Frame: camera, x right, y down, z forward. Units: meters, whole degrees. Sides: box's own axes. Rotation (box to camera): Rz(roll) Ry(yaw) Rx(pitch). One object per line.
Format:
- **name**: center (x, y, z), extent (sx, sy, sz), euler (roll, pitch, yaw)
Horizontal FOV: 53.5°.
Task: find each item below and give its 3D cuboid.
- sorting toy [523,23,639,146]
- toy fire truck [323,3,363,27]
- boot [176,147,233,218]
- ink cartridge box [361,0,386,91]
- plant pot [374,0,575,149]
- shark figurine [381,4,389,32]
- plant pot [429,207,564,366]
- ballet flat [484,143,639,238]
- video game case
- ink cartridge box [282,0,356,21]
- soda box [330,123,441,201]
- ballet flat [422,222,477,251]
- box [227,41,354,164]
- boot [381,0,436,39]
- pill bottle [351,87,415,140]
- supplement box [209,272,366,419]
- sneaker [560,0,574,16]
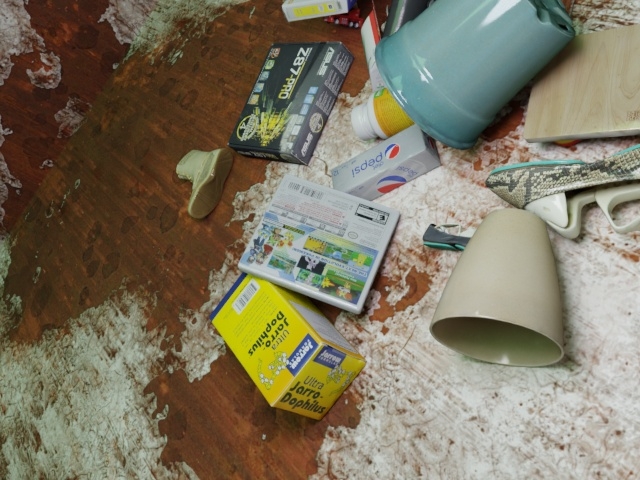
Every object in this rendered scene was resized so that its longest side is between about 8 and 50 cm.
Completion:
- **sorting toy**: center (0.606, -0.328, 1.402), extent (0.255, 0.089, 0.257), euler (2, 70, 40)
- **toy fire truck**: center (0.097, -0.745, 2.005), extent (0.047, 0.192, 0.135), euler (26, 114, 45)
- **boot**: center (-0.427, -0.200, 2.186), extent (0.203, 0.095, 0.262), euler (8, 72, 41)
- **ink cartridge box**: center (0.146, -0.567, 1.816), extent (0.056, 0.225, 0.181), euler (-12, 58, 8)
- **plant pot**: center (0.357, -0.443, 1.435), extent (0.334, 0.341, 0.341), euler (-41, 46, 38)
- **shark figurine**: center (0.253, -0.650, 1.878), extent (0.116, 0.166, 0.278), euler (6, 51, 15)
- **plant pot**: center (0.377, 0.083, 1.291), extent (0.256, 0.256, 0.274), euler (-3, 58, 39)
- **ballet flat**: center (0.569, -0.099, 1.279), extent (0.482, 0.164, 0.182), euler (-10, 72, 32)
- **video game case**: center (0.000, 0.000, 1.618), extent (0.329, 0.036, 0.300), euler (20, 64, 11)
- **ink cartridge box**: center (0.080, -0.789, 1.935), extent (0.307, 0.072, 0.304), euler (8, 50, 33)
- **soda box**: center (0.169, -0.193, 1.692), extent (0.286, 0.091, 0.098), euler (-27, 52, 27)
- **ballet flat**: center (0.327, -0.003, 1.478), extent (0.203, 0.074, 0.074), euler (16, 79, 46)
- **box**: center (-0.100, -0.446, 2.043), extent (0.318, 0.097, 0.395), euler (16, 78, 40)
- **boot**: center (0.219, -0.668, 1.610), extent (0.146, 0.367, 0.445), euler (30, 112, 32)
- **pill bottle**: center (0.211, -0.352, 1.707), extent (0.245, 0.136, 0.136), euler (-14, 60, 34)
- **supplement box**: center (-0.091, 0.249, 1.607), extent (0.195, 0.194, 0.356), euler (-52, 46, 6)
- **sneaker**: center (0.553, -0.593, 1.578), extent (0.121, 0.108, 0.302), euler (8, 66, 43)
